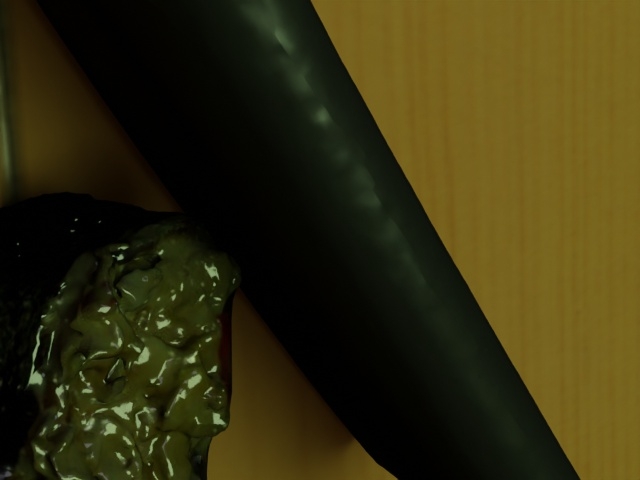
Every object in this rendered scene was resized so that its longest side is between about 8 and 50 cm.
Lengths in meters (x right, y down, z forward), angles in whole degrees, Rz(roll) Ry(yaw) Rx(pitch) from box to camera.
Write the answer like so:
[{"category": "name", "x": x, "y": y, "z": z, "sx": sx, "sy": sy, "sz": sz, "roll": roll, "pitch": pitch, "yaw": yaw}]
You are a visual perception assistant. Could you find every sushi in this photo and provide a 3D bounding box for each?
[{"category": "sushi", "x": -0.111, "y": 0.086, "z": 0.624, "sx": 0.147, "sy": 0.115, "sz": 0.212, "roll": 9, "pitch": 93, "yaw": -44}]

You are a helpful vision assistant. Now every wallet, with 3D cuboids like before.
[{"category": "wallet", "x": 0.001, "y": -0.001, "z": 0.637, "sx": 0.062, "sy": 0.228, "sz": 0.406, "roll": -41, "pitch": 125, "yaw": -11}]
